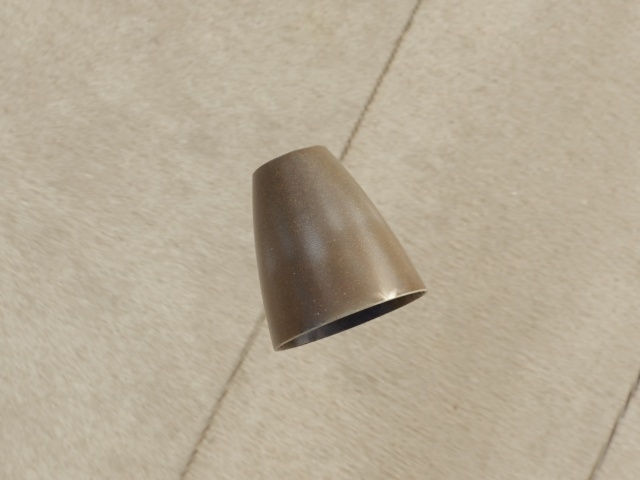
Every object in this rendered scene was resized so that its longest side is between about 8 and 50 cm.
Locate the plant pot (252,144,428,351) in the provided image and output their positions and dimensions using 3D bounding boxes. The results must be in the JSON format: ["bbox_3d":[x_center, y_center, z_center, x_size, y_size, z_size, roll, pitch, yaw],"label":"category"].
[{"bbox_3d":[0.000,0.000,1.628,0.215,0.215,0.230,-18,81,-17],"label":"plant pot"}]
